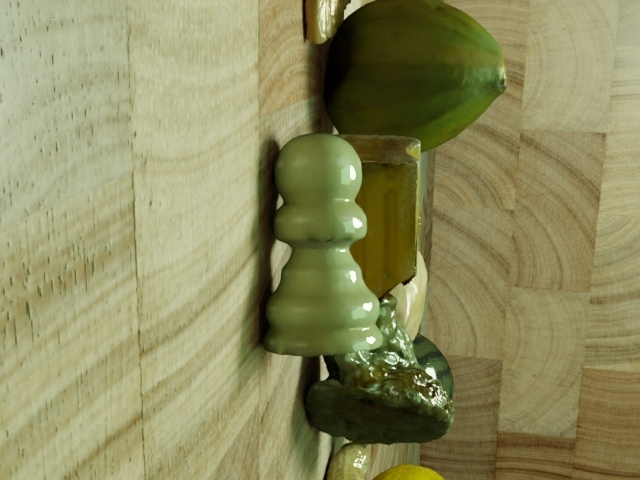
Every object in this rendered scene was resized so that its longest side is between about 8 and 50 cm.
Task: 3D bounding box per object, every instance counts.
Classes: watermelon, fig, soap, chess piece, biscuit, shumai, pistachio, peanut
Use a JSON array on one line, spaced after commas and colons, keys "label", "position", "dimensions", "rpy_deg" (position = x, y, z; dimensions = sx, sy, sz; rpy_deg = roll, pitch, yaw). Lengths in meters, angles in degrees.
[{"label": "watermelon", "position": [0.140, 0.267, 1.600], "dimensions": [0.212, 0.212, 0.212], "rpy_deg": [4, 90, -79]}, {"label": "fig", "position": [0.142, -0.235, 1.264], "dimensions": [0.239, 0.271, 0.239], "rpy_deg": [-21, 114, -57]}, {"label": "soap", "position": [0.056, -0.016, 1.193], "dimensions": [0.080, 0.160, 0.257], "rpy_deg": [-74, 164, -52]}, {"label": "chess piece", "position": [0.000, 0.000, 1.011], "dimensions": [0.144, 0.144, 0.251], "rpy_deg": [-11, 100, -78]}, {"label": "biscuit", "position": [0.015, -0.362, 1.187], "dimensions": [0.224, 0.033, 0.144], "rpy_deg": [-67, 159, -60]}, {"label": "shumai", "position": [0.095, 0.200, 1.350], "dimensions": [0.272, 0.222, 0.203], "rpy_deg": [63, 28, -52]}, {"label": "pistachio", "position": [0.120, 0.097, 1.550], "dimensions": [0.157, 0.157, 0.229], "rpy_deg": [82, 12, -46]}, {"label": "peanut", "position": [0.048, 0.420, 1.504], "dimensions": [0.174, 0.080, 0.080], "rpy_deg": [-68, 159, -55]}]

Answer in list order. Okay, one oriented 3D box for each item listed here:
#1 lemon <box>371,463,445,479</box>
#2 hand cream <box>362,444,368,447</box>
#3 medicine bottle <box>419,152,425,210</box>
[{"label": "lemon", "position": [0.196, 0.624, 1.946], "dimensions": [0.253, 0.228, 0.228], "rpy_deg": [-11, 105, -70]}, {"label": "hand cream", "position": [0.089, 0.361, 1.830], "dimensions": [0.057, 0.037, 0.165], "rpy_deg": [-44, 130, -74]}, {"label": "medicine bottle", "position": [0.126, -0.161, 1.578], "dimensions": [0.375, 0.123, 0.282], "rpy_deg": [5, 88, -79]}]
